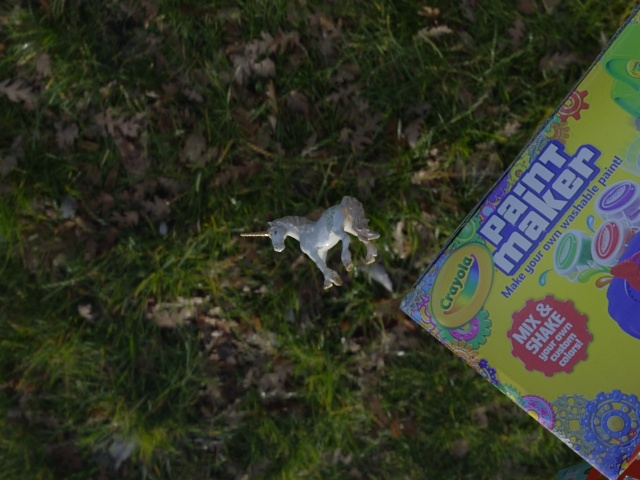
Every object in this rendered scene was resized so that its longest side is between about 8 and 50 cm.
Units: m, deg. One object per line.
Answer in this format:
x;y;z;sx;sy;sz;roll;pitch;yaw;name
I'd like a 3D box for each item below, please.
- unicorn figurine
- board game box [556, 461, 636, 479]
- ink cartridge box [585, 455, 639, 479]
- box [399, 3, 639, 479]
0.000;0.000;0.899;0.162;0.111;0.060;-34;165;26;unicorn figurine
0.592;0.513;1.250;0.253;0.079;0.336;-30;88;27;board game box
0.456;0.252;1.019;0.060;0.275;0.239;38;80;0;ink cartridge box
0.236;-0.020;0.571;0.177;0.279;0.290;40;102;12;box
